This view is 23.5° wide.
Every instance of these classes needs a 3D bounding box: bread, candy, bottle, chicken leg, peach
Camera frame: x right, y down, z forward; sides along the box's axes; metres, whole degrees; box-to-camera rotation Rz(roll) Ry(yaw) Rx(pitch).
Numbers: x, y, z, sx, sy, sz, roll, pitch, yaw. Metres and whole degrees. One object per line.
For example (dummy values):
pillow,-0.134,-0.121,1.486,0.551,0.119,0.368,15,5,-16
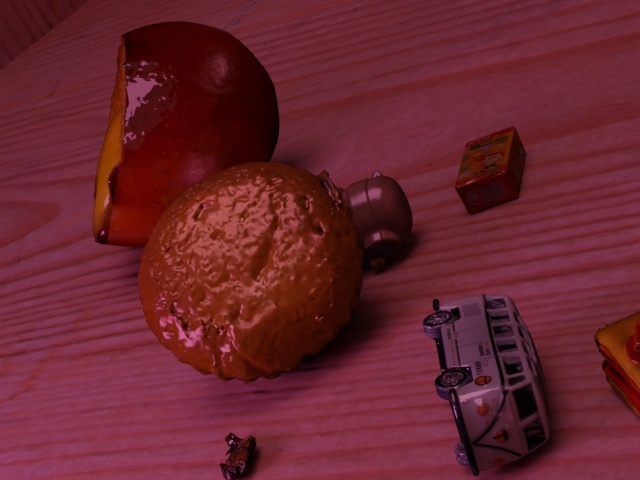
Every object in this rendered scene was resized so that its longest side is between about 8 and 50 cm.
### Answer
bread,-0.068,0.036,1.567,0.239,0.139,0.240,-3,66,7
candy,0.191,-0.080,1.722,0.062,0.038,0.122,-19,23,21
bottle,0.000,0.000,1.700,0.209,0.097,0.110,-21,57,17
chicken leg,-0.075,0.199,1.437,0.036,0.021,0.083,-33,19,14
peach,-0.209,-0.129,2.020,0.281,0.281,0.338,-5,31,45

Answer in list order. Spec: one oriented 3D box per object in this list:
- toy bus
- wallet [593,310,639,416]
toy bus,0.141,0.115,1.283,0.089,0.087,0.194,-15,22,6
wallet,0.341,0.061,1.188,0.241,0.067,0.141,-28,23,0
